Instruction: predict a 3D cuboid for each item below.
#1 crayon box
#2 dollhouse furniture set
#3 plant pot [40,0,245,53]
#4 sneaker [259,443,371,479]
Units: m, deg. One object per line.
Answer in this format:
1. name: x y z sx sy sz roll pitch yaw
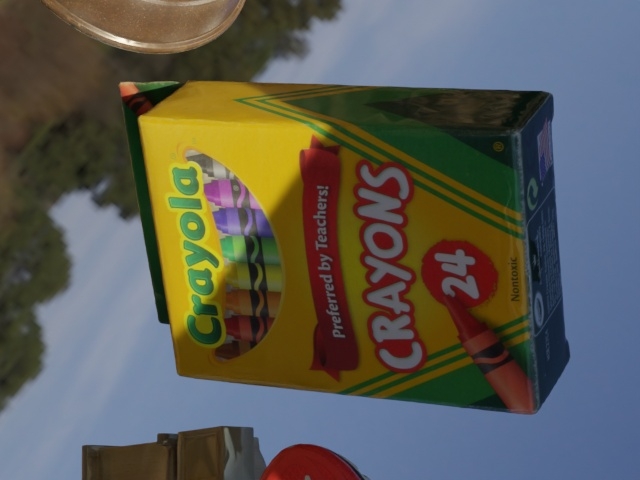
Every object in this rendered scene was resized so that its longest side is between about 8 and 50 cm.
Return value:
1. crayon box: 0.000 0.000 1.165 0.319 0.202 0.081 3 -154 24
2. dollhouse furniture set: -0.088 0.228 1.289 0.182 0.101 0.161 -14 -107 48
3. plant pot: -0.088 -0.224 1.022 0.165 0.167 0.167 -47 -171 52
4. sneaker: -0.017 0.247 1.028 0.118 0.107 0.279 60 33 -59
